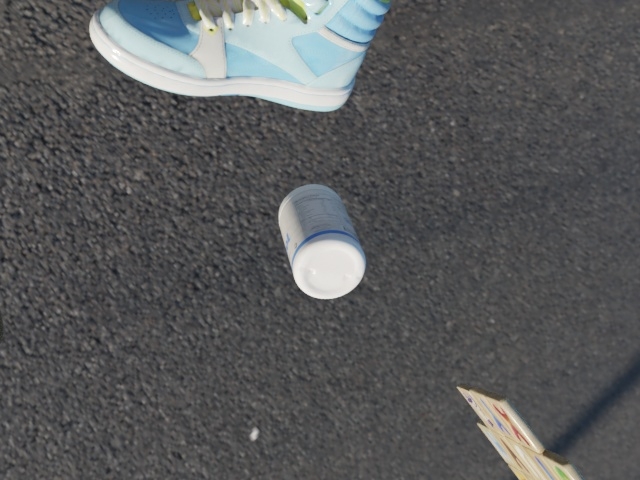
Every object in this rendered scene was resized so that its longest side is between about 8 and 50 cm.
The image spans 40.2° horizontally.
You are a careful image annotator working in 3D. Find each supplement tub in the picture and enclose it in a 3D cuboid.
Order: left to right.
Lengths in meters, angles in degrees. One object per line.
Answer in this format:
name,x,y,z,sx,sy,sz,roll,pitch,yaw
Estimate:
supplement tub,0.000,0.000,0.848,0.071,0.107,0.071,-6,123,-9

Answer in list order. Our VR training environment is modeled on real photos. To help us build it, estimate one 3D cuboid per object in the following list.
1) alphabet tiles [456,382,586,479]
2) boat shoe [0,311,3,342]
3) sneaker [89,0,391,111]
alphabet tiles,0.253,0.278,0.826,0.011,0.343,0.285,-37,179,-6
boat shoe,-0.218,-0.028,0.333,0.073,0.080,0.224,-36,104,-2
sneaker,-0.068,-0.257,0.923,0.318,0.127,0.208,1,141,-34
